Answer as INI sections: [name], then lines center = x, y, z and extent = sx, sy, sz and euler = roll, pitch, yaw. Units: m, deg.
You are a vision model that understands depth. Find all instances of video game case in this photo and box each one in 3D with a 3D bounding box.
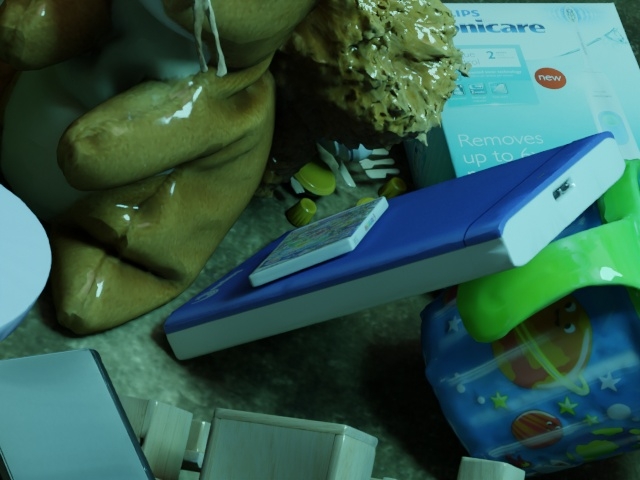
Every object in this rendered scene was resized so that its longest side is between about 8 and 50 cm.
[video game case]
center = 0.000, 0.000, 1.393
extent = 0.011, 0.087, 0.122
euler = 66, 20, -10

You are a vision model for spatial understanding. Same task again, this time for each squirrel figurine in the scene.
[squirrel figurine]
center = -0.073, -0.164, 1.408
extent = 0.397, 0.370, 0.281
euler = -11, 58, -45

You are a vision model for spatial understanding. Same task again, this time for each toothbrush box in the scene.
[toothbrush box]
center = 0.202, -0.087, 1.706
extent = 0.216, 0.126, 0.295
euler = -1, 47, -11

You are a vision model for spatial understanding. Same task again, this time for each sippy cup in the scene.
[sippy cup]
center = 0.212, 0.084, 1.474
extent = 0.305, 0.224, 0.240
euler = 53, 23, -26

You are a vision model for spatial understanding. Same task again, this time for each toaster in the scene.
[toaster]
center = -0.180, 0.186, 1.124
extent = 0.110, 0.168, 0.185
euler = 0, 50, -40

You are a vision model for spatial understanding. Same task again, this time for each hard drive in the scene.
[hard drive]
center = 0.056, 0.005, 1.395
extent = 0.210, 0.319, 0.040
euler = -36, 105, -52

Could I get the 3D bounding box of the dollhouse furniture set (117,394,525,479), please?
[dollhouse furniture set]
center = 0.027, 0.243, 1.292
extent = 0.355, 0.303, 0.174
euler = 31, 68, -56

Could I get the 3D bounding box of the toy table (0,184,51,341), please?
[toy table]
center = -0.326, 0.051, 1.152
extent = 0.274, 0.161, 0.252
euler = 8, 47, -33

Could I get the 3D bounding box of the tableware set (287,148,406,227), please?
[tableware set]
center = 0.027, -0.037, 1.651
extent = 0.154, 0.024, 0.104
euler = -6, 58, -44

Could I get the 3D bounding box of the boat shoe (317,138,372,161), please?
[boat shoe]
center = -0.038, -0.140, 1.663
extent = 0.076, 0.083, 0.226
euler = -28, 53, -17
